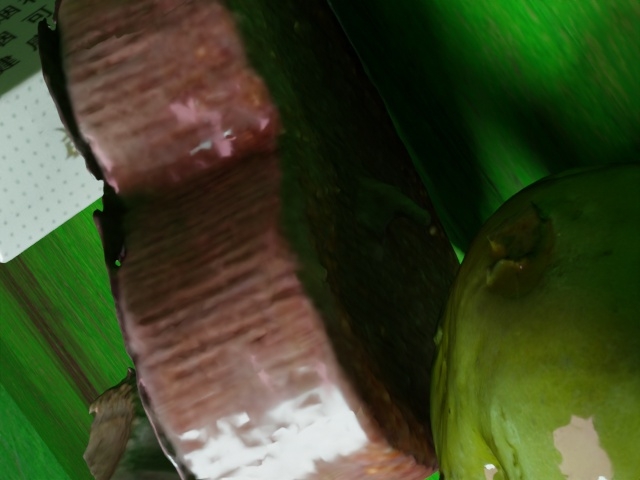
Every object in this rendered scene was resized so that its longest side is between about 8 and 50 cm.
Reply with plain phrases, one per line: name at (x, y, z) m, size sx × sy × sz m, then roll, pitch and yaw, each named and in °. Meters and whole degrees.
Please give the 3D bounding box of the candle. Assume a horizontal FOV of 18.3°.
candle at (0.000, 0.000, 0.997) m, size 0.287 × 0.131 × 0.317 m, roll 39°, pitch -148°, yaw -57°

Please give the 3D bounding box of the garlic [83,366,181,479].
garlic at (-0.062, 0.222, 1.535) m, size 0.292 × 0.210 × 0.237 m, roll 30°, pitch 148°, yaw -5°

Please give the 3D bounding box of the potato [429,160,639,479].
potato at (0.123, 0.059, 0.826) m, size 0.253 × 0.148 × 0.186 m, roll -99°, pitch 9°, yaw -82°

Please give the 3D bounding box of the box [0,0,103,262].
box at (-0.198, -0.125, 1.237) m, size 0.330 × 0.210 × 0.095 m, roll 30°, pitch 150°, yaw 51°
